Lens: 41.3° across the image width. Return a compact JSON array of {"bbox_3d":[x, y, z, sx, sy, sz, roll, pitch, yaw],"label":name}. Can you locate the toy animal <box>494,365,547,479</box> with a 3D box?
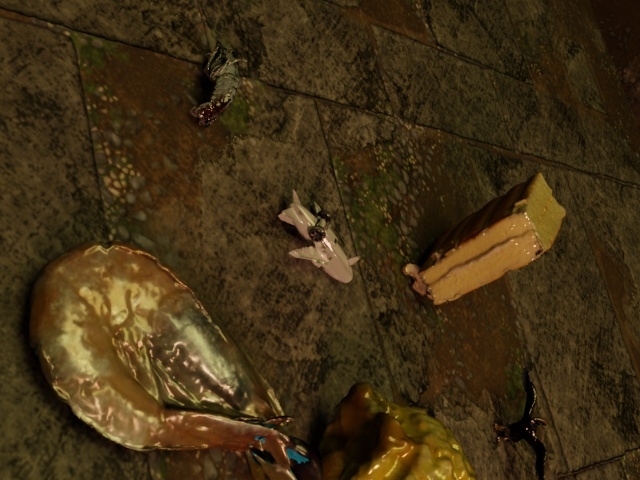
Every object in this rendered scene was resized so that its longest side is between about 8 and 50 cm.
[{"bbox_3d":[0.373,0.341,1.551,0.062,0.108,0.220,20,52,-35],"label":"toy animal"}]

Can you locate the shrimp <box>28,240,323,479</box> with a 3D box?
[{"bbox_3d":[-0.163,0.181,1.029,0.446,0.110,0.221,44,46,-17],"label":"shrimp"}]

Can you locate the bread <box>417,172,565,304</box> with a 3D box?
[{"bbox_3d":[0.314,0.003,1.561,0.111,0.239,0.246,54,28,-2],"label":"bread"}]

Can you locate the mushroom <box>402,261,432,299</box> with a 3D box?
[{"bbox_3d":[0.185,0.074,1.562,0.101,0.019,0.049,43,43,-24],"label":"mushroom"}]

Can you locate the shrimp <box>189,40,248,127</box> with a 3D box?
[{"bbox_3d":[-0.147,-0.247,1.328,0.082,0.076,0.174,58,31,-45],"label":"shrimp"}]

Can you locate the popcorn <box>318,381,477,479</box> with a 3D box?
[{"bbox_3d":[0.090,0.320,1.163,0.237,0.206,0.251,-28,78,-39],"label":"popcorn"}]

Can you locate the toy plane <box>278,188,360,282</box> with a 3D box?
[{"bbox_3d":[0.000,0.000,1.358,0.171,0.066,0.162,45,29,-15],"label":"toy plane"}]
